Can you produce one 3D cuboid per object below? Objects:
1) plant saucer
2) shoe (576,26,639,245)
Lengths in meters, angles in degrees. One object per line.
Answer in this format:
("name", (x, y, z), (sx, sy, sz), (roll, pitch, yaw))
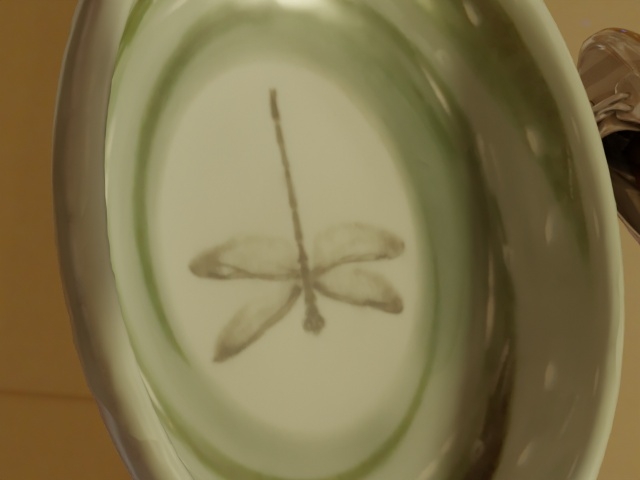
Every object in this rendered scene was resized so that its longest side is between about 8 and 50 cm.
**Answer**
("plant saucer", (0.000, 0.000, 0.987), (0.100, 0.400, 0.400), (-11, -112, 41))
("shoe", (0.219, -0.054, 1.317), (0.076, 0.058, 0.219), (-47, -126, 38))
